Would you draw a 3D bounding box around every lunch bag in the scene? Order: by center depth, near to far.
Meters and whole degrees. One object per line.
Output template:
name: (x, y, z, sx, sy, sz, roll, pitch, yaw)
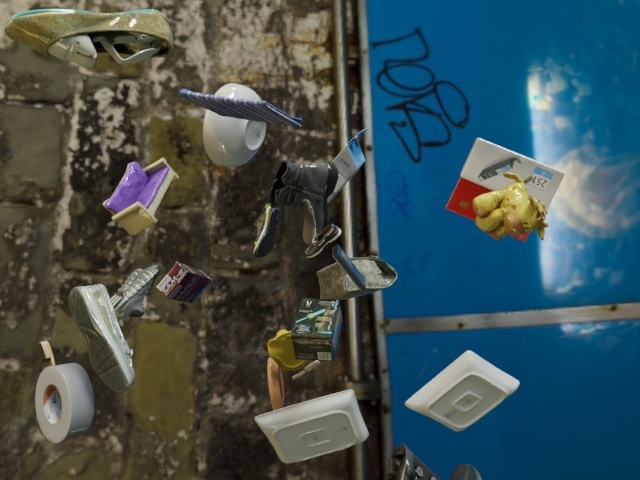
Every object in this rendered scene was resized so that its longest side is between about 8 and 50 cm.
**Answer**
lunch bag: (0.168, 0.169, 2.428, 0.235, 0.286, 0.169, -30, -115, 57)

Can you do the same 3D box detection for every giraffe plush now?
giraffe plush: (0.557, -0.073, 1.526, 0.210, 0.181, 0.170, -50, -152, 17)

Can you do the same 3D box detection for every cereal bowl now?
cereal bowl: (-0.323, -0.460, 2.219, 0.339, 0.141, 0.339, -46, 145, -47)

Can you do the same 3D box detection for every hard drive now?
hard drive: (0.084, 0.078, 1.583, 0.135, 0.022, 0.094, 51, 10, -10)

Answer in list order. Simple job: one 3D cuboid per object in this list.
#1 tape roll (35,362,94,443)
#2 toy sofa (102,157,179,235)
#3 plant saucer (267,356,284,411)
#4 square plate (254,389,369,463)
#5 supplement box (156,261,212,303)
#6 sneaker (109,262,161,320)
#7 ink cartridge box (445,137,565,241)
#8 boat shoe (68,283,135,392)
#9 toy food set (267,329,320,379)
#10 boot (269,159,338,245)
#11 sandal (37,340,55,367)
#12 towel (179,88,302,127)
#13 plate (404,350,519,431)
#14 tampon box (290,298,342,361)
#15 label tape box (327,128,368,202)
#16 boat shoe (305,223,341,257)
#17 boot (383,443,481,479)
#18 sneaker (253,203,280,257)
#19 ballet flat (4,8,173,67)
tape roll: (-0.752, 0.474, 1.594, 0.219, 0.072, 0.219, -2, -93, 38)
toy sofa: (-0.750, -0.209, 2.296, 0.177, 0.150, 0.363, 53, 26, -31)
plant saucer: (-0.160, 0.527, 1.992, 0.200, 0.037, 0.200, 172, -90, -90)
square plate: (-0.017, 0.667, 1.896, 0.049, 0.343, 0.347, -104, 177, -47)
supplement box: (-0.533, 0.171, 2.148, 0.130, 0.073, 0.239, -52, 164, -1)
sneaker: (-0.638, 0.190, 1.924, 0.086, 0.229, 0.132, 21, -34, 38)
ink cartridge box: (0.599, -0.161, 1.785, 0.066, 0.296, 0.261, -44, 157, -72)
boat shoe: (-0.586, 0.264, 1.503, 0.118, 0.103, 0.321, -42, -107, 31)
toy food set: (-0.106, 0.385, 1.910, 0.218, 0.128, 0.071, 58, -6, -34)
boot: (-0.081, -0.127, 1.888, 0.118, 0.222, 0.338, 43, -49, 47)
sandal: (-0.865, 0.443, 1.807, 0.088, 0.079, 0.240, -30, -103, 42)
towel: (-0.250, -0.425, 1.728, 0.243, 0.335, 0.040, 8, 95, -64)
plate: (0.447, 0.487, 1.684, 0.278, 0.277, 0.045, -46, -148, 19)
tampon box: (-0.008, 0.260, 1.599, 0.161, 0.120, 0.102, -71, 158, -55)
label tape box: (0.107, -0.324, 2.396, 0.348, 0.115, 0.249, -45, -177, 20)
boat shoe: (0.000, 0.000, 1.519, 0.125, 0.038, 0.046, -37, -143, 19)
boot: (0.468, 0.992, 2.262, 0.146, 0.445, 0.367, -46, -167, 31)
sneaker: (-0.240, -0.040, 2.301, 0.097, 0.084, 0.235, 10, -105, 39)
ballet flat: (-0.475, -0.431, 1.171, 0.123, 0.348, 0.123, 24, -57, 42)
